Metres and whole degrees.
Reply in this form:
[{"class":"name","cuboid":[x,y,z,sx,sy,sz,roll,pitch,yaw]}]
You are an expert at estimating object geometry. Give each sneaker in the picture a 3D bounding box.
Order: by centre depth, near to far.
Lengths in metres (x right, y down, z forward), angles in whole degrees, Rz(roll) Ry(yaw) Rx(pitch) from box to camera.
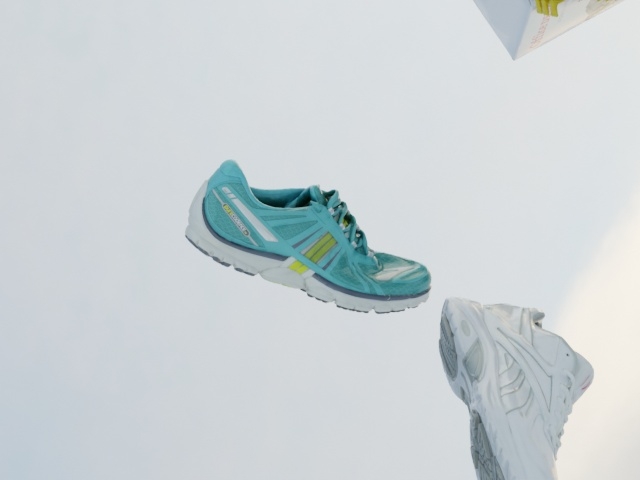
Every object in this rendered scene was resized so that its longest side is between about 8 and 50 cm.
[{"class":"sneaker","cuboid":[0.170,0.127,1.226,0.090,0.115,0.232,90,171,-45]},{"class":"sneaker","cuboid":[0.000,0.000,1.569,0.275,0.107,0.110,20,-79,-21]}]

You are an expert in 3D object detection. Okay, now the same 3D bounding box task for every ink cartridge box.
[{"class":"ink cartridge box","cuboid":[0.370,-0.399,2.085,0.307,0.129,0.223,-29,-11,-6]}]

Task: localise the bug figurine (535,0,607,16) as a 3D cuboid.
[{"class":"bug figurine","cuboid":[0.281,-0.385,1.715,0.072,0.216,0.279,-23,-62,-19]}]
